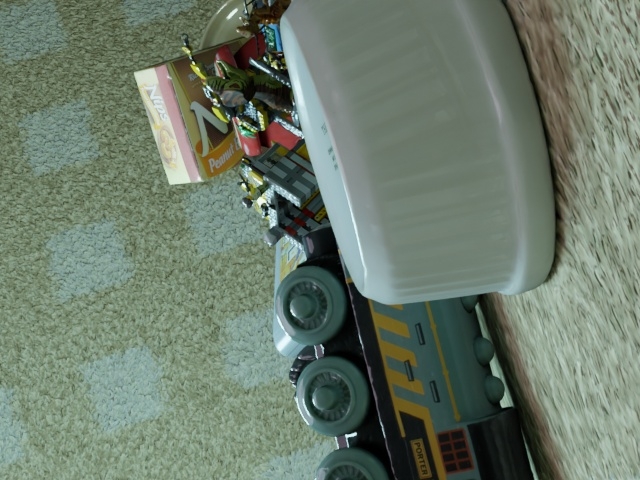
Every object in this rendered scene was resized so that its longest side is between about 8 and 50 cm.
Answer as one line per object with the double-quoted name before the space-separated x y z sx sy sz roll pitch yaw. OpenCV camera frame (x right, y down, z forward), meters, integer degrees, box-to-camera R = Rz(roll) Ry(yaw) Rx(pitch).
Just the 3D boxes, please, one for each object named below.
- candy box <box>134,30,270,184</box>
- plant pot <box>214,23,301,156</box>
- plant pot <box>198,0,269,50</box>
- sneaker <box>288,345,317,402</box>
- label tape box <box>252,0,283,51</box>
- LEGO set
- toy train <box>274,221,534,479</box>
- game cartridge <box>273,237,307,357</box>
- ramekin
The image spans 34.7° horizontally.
"candy box" -0.126 -0.224 1.622 0.087 0.316 0.183 -3 109 45
"plant pot" -0.052 -0.215 1.474 0.191 0.174 0.191 161 90 -85
"plant pot" -0.127 -0.363 2.028 0.110 0.237 0.237 12 -129 -46
"sneaker" 0.105 0.222 1.249 0.300 0.111 0.121 40 -156 25
"label tape box" -0.057 -0.393 1.215 0.249 0.115 0.348 -121 10 -76
"LEGO set" -0.054 -0.145 1.024 0.255 0.192 0.331 38 156 14
"toy train" 0.081 0.132 0.977 0.142 0.190 0.334 5 -110 -62
"game cartridge" 0.000 0.000 1.491 0.198 0.062 0.297 -54 27 42
"ramekin" 0.060 -0.077 0.745 0.273 0.127 0.273 163 90 -87
